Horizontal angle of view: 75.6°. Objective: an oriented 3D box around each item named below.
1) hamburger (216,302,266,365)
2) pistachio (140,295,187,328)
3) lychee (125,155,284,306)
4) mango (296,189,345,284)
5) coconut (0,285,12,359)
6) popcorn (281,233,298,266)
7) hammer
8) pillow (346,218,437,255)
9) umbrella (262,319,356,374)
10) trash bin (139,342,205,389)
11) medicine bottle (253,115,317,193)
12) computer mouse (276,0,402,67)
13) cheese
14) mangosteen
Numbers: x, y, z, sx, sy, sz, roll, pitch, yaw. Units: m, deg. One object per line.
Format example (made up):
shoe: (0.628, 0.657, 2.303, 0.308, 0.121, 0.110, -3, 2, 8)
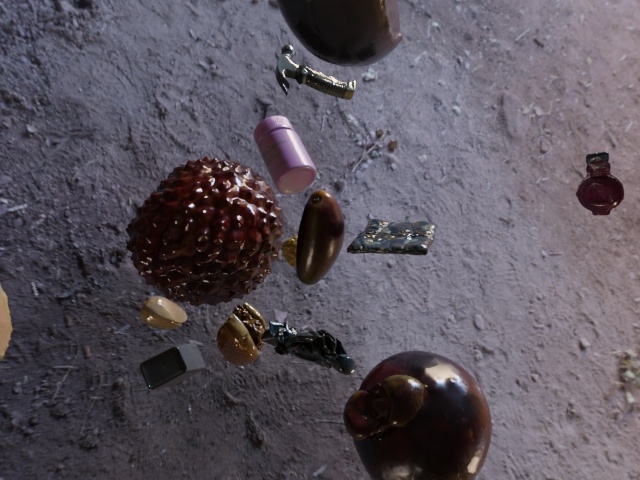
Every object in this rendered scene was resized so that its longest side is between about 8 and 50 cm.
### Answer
hamburger: (-0.275, 0.349, 1.491, 0.155, 0.245, 0.282, -43, 120, -35)
pistachio: (-0.606, 0.291, 1.598, 0.145, 0.200, 0.117, 32, 77, 37)
lychee: (-0.298, -0.033, 1.182, 0.425, 0.424, 0.500, 53, 35, 2)
mango: (0.000, 0.000, 1.038, 0.111, 0.268, 0.133, 19, 30, 16)
coconut: (-0.512, 0.075, 0.406, 0.297, 0.309, 0.297, 8, 60, -14)
popcorn: (-0.090, 0.045, 1.859, 0.180, 0.180, 0.170, 12, 59, -12)
hammer: (-0.013, -0.441, 1.133, 0.226, 0.041, 0.159, 15, 59, -15)
pillow: (0.186, -0.010, 1.024, 0.189, 0.255, 0.034, 4, 107, 20)
umbrella: (-0.024, 0.279, 1.096, 0.143, 0.349, 0.094, 11, 83, -32)
trash bin: (-0.553, 0.473, 1.562, 0.164, 0.240, 0.122, -26, 79, -9)
medicine bottle: (-0.149, -0.350, 1.690, 0.178, 0.178, 0.291, -19, 64, -18)
computer mouse: (0.018, -0.327, 0.572, 0.170, 0.269, 0.100, 16, 80, 20)
cheese: (0.638, -0.128, 0.947, 0.038, 0.095, 0.145, -19, 103, -43)
mangosteen: (0.098, 0.186, 0.431, 0.152, 0.152, 0.152, 4, 75, -14)
